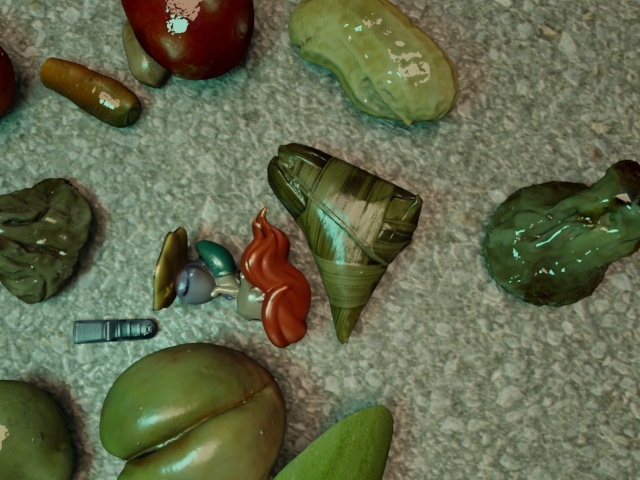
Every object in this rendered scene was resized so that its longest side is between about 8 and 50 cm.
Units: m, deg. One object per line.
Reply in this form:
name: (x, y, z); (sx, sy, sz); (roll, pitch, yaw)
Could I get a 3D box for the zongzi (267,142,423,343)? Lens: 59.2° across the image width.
zongzi: (0.000, 0.000, 0.987); (0.286, 0.134, 0.288); (26, 92, 12)

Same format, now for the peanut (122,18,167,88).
peanut: (-0.333, -0.361, 1.069); (0.076, 0.076, 0.152); (-18, 85, 0)

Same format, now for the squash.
squash: (0.002, 0.391, 0.911); (0.190, 0.189, 0.260); (18, 53, 5)

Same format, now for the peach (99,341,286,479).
peach: (-0.197, 0.303, 0.899); (0.293, 0.247, 0.292); (4, 58, -7)

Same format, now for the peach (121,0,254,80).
peach: (-0.230, -0.404, 0.991); (0.244, 0.200, 0.243); (11, 69, -31)

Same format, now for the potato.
potato: (-0.518, 0.346, 0.946); (0.178, 0.160, 0.235); (-40, 97, 16)

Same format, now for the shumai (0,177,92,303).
shumai: (-0.510, -0.007, 0.974); (0.184, 0.185, 0.218); (40, 86, 7)

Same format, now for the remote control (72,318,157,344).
remote control: (-0.376, 0.164, 1.028); (0.153, 0.027, 0.043); (-4, 87, 4)

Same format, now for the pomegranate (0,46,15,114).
pomegranate: (-0.674, -0.291, 1.018); (0.235, 0.210, 0.210); (-28, 80, 40)

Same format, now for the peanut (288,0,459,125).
peanut: (0.099, -0.333, 1.003); (0.340, 0.174, 0.158); (48, 52, 7)

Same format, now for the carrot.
carrot: (-0.433, -0.282, 1.056); (0.194, 0.087, 0.087); (29, 85, 4)

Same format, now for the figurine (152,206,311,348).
figurine: (-0.135, 0.059, 0.960); (0.257, 0.180, 0.208); (12, 55, -3)

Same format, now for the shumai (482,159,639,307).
shumai: (0.412, -0.012, 0.926); (0.272, 0.203, 0.222); (-44, 82, 1)
